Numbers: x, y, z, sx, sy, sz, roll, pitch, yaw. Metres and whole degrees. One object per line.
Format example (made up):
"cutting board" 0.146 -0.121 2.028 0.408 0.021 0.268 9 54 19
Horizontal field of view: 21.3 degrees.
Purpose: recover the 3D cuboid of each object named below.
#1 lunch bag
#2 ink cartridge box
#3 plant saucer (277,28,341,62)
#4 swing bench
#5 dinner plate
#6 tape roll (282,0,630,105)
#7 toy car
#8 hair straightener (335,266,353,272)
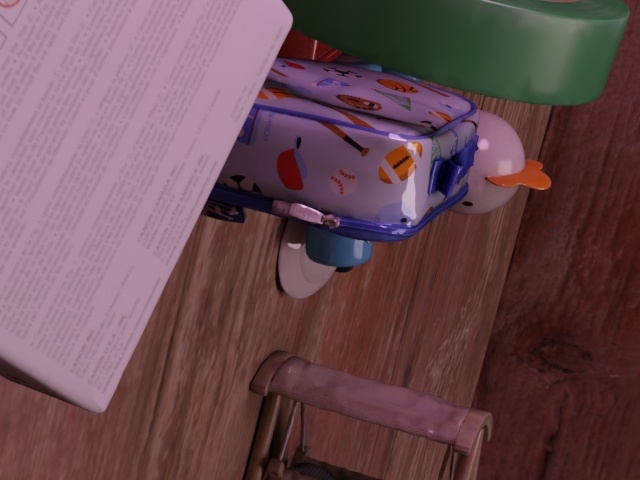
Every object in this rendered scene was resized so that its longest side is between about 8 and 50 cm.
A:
"lunch bag" 0.012 -0.080 1.443 0.303 0.243 0.114 -37 140 -70
"ink cartridge box" -0.184 -0.103 1.000 0.308 0.091 0.385 -64 147 -13
"plant saucer" 0.019 -0.284 1.658 0.258 0.048 0.259 -47 150 -62
"swing bench" 0.050 0.261 1.961 0.165 0.253 0.254 -49 152 -61
"dinner plate" 0.000 0.000 1.888 0.141 0.017 0.141 -38 137 -45
"tape roll" 0.095 -0.207 1.429 0.321 0.321 0.077 -38 147 -67
"toy car" 0.122 -0.083 1.794 0.210 0.238 0.219 -27 124 -56
"hair straightener" 0.027 -0.060 1.936 0.089 0.047 0.230 -56 157 -53
